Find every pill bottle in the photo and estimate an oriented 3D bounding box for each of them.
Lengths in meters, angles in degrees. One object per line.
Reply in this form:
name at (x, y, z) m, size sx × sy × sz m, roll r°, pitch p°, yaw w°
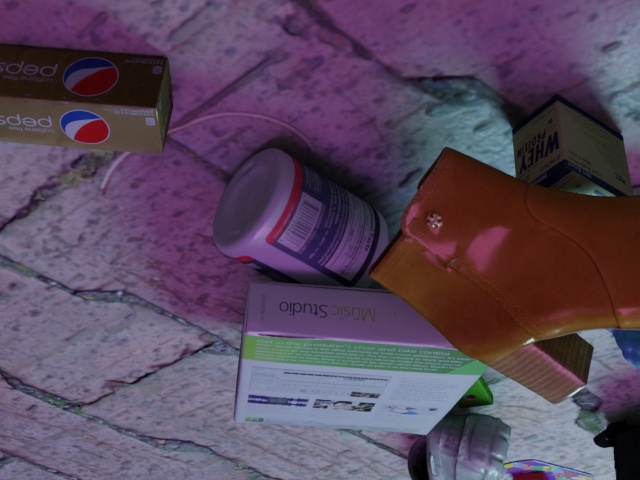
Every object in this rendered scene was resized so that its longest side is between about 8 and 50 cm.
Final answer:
pill bottle at (0.000, 0.000, 0.900) m, size 0.180 × 0.107 × 0.108 m, roll 30°, pitch 136°, yaw -30°

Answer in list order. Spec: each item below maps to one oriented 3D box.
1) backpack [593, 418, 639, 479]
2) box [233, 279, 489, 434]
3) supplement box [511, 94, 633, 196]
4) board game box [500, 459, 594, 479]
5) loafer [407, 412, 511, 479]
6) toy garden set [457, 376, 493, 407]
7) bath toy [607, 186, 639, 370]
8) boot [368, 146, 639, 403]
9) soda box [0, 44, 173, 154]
backpack at (0.521, 0.339, 1.190) m, size 0.277 × 0.213 × 0.263 m, roll -20°, pitch 126°, yaw 29°
box at (0.032, 0.130, 0.979) m, size 0.233 × 0.058 × 0.322 m, roll 5°, pitch 156°, yaw -5°
supplement box at (0.214, -0.062, 0.815) m, size 0.083 × 0.083 × 0.056 m, roll 25°, pitch 138°, yaw -25°
board game box at (0.325, 0.376, 1.429) m, size 0.169 × 0.033 × 0.133 m, roll 17°, pitch 141°, yaw -17°
loafer at (0.172, 0.297, 1.276) m, size 0.112 × 0.112 × 0.319 m, roll 15°, pitch 151°, yaw 7°
toy garden set at (0.060, 0.147, 1.142) m, size 0.244 × 0.049 × 0.204 m, roll -11°, pitch 142°, yaw 21°
bath toy at (0.353, -0.017, 0.827) m, size 0.152 × 0.129 × 0.348 m, roll 10°, pitch 142°, yaw -7°
boot at (0.184, -0.012, 0.738) m, size 0.211 × 0.104 × 0.295 m, roll 37°, pitch 123°, yaw -5°
soda box at (-0.219, -0.119, 0.801) m, size 0.181 × 0.061 × 0.058 m, roll 4°, pitch 144°, yaw 0°
